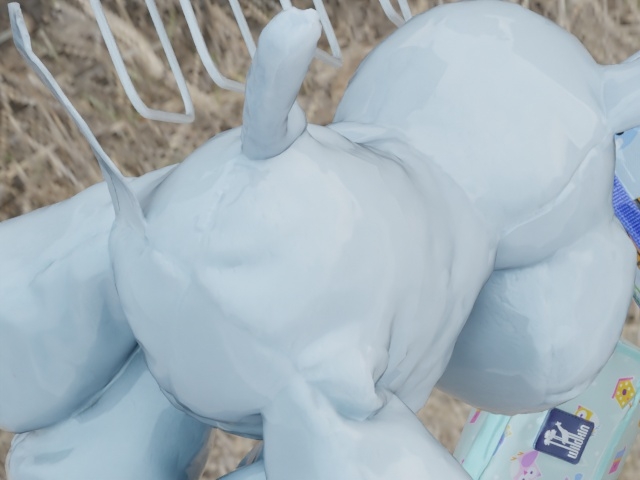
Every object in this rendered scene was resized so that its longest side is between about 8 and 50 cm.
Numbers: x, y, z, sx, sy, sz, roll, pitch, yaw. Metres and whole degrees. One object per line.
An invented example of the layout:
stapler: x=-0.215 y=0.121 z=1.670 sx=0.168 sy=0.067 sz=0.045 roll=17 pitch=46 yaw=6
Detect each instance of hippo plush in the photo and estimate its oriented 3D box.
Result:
hippo plush: x=0.000 y=0.000 z=0.669 sx=0.234 sy=0.294 sz=0.236 roll=6 pitch=34 yaw=37

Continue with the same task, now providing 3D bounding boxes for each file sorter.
file sorter: x=-0.028 y=-0.212 z=1.269 sx=0.278 sy=0.193 sz=0.173 roll=-21 pitch=88 yaw=10

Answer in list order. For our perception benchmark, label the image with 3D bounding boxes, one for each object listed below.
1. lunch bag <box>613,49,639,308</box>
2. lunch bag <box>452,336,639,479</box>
lunch bag: x=0.383 y=0.002 z=1.169 sx=0.328 sy=0.239 sz=0.385 roll=-35 pitch=80 yaw=2
lunch bag: x=0.227 y=0.180 z=1.711 sx=0.160 sy=0.262 sz=0.223 roll=27 pitch=92 yaw=24
